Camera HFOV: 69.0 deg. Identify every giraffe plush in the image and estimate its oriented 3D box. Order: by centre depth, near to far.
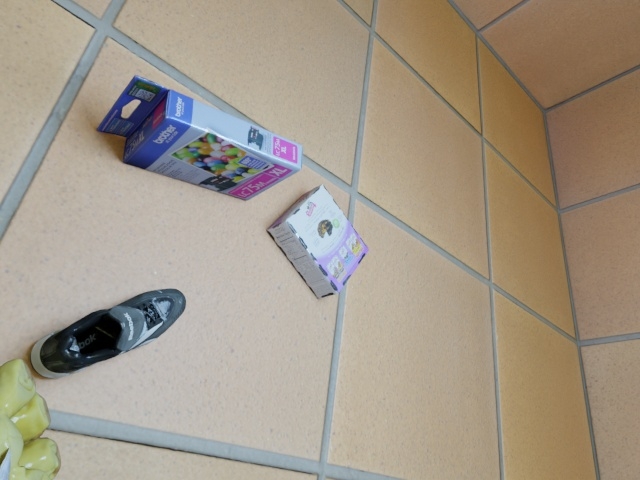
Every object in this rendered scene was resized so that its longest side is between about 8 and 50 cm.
[{"bbox_3d":[-0.404,0.246,0.496,0.171,0.210,0.181,-16,89,-17],"label":"giraffe plush"}]

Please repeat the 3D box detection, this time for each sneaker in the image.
[{"bbox_3d":[-0.285,0.127,0.683,0.234,0.106,0.078,-23,91,-47],"label":"sneaker"}]

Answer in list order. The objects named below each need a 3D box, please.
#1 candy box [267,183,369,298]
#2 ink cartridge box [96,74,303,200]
[{"bbox_3d":[0.000,0.000,1.041,0.196,0.070,0.165,54,45,-14],"label":"candy box"},{"bbox_3d":[-0.208,-0.161,0.821,0.311,0.186,0.065,18,63,-38],"label":"ink cartridge box"}]
